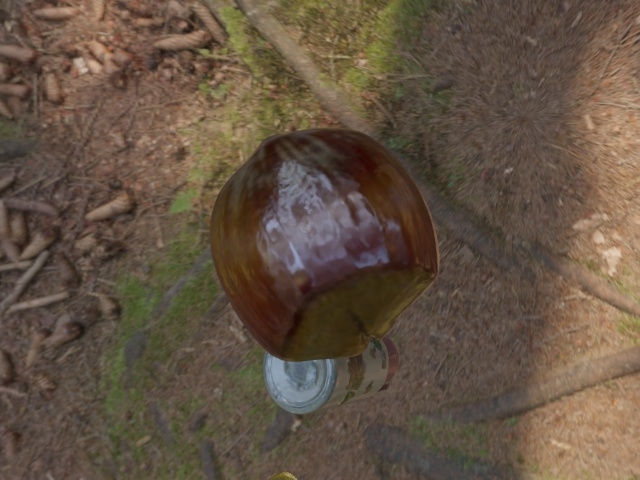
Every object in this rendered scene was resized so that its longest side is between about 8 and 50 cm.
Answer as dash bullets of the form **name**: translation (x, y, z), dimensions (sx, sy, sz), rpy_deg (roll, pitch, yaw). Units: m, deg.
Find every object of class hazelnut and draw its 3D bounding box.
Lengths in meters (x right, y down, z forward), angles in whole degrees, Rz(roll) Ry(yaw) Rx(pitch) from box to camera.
- **hazelnut**: translation (0.001, 0.000, 0.778), dimensions (0.212, 0.181, 0.181), rpy_deg (-29, 135, 9)

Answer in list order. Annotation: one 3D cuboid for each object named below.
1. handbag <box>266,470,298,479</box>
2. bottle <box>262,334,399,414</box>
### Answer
- **handbag**: translation (-0.042, 0.241, 0.700), dimensions (0.061, 0.083, 0.027), rpy_deg (38, 128, 28)
- **bottle**: translation (0.030, 0.175, 1.166), dimensions (0.120, 0.253, 0.120), rpy_deg (-2, 87, 29)
